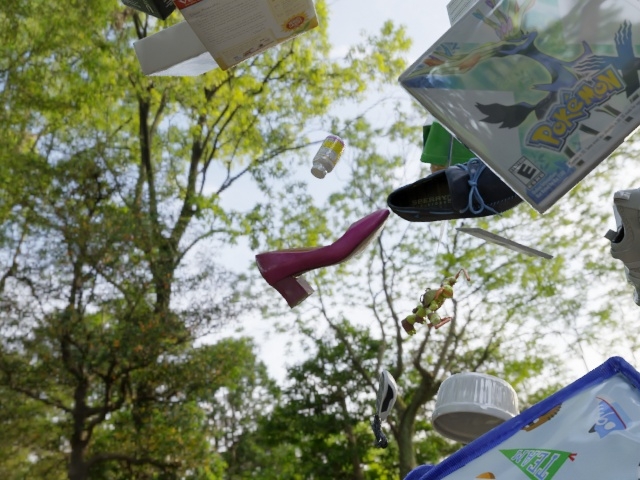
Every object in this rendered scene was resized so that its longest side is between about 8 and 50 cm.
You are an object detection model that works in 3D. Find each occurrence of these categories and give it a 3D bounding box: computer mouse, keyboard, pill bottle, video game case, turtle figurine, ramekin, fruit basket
[{"bbox_3d":[0.164,0.415,1.518,0.042,0.106,0.193,6,-69,-5],"label":"computer mouse"},{"bbox_3d":[0.420,0.006,1.371,0.256,0.014,0.072,17,-2,-30],"label":"keyboard"},{"bbox_3d":[0.012,-0.155,1.133,0.043,0.083,0.043,23,-28,13],"label":"pill bottle"},{"bbox_3d":[0.325,-0.250,0.851,0.329,0.300,0.036,-43,-24,6],"label":"video game case"},{"bbox_3d":[0.318,0.191,1.749,0.087,0.269,0.217,36,-45,-2],"label":"turtle figurine"},{"bbox_3d":[0.372,0.400,1.438,0.207,0.109,0.207,10,-37,8],"label":"ramekin"},{"bbox_3d":[0.346,-0.190,1.658,0.165,0.327,0.353,14,-56,12],"label":"fruit basket"}]

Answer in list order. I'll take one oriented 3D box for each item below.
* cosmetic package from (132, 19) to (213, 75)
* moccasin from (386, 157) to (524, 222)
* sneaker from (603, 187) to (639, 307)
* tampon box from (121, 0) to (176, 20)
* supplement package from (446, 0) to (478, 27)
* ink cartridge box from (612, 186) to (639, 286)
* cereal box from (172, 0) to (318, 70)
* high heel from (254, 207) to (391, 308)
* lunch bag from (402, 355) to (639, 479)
[{"bbox_3d":[-0.260,-0.542,1.619,0.377,0.097,0.284,-14,12,21],"label":"cosmetic package"},{"bbox_3d":[0.302,-0.098,1.299,0.342,0.137,0.117,-20,-15,33],"label":"moccasin"},{"bbox_3d":[0.493,0.007,0.916,0.115,0.105,0.281,15,-31,31],"label":"sneaker"},{"bbox_3d":[-0.312,-0.491,1.052,0.101,0.120,0.161,-52,-27,-16],"label":"tampon box"},{"bbox_3d":[0.398,-0.507,1.413,0.139,0.244,0.134,25,-47,-24],"label":"supplement package"},{"bbox_3d":[0.696,0.034,1.127,0.278,0.201,0.117,27,-42,-17],"label":"ink cartridge box"},{"bbox_3d":[-0.100,-0.333,0.839,0.173,0.047,0.240,-24,-9,3],"label":"cereal box"},{"bbox_3d":[0.000,0.000,1.585,0.377,0.181,0.127,-40,-10,8],"label":"high heel"},{"bbox_3d":[0.240,0.361,0.594,0.385,0.239,0.328,-37,-78,7],"label":"lunch bag"}]
